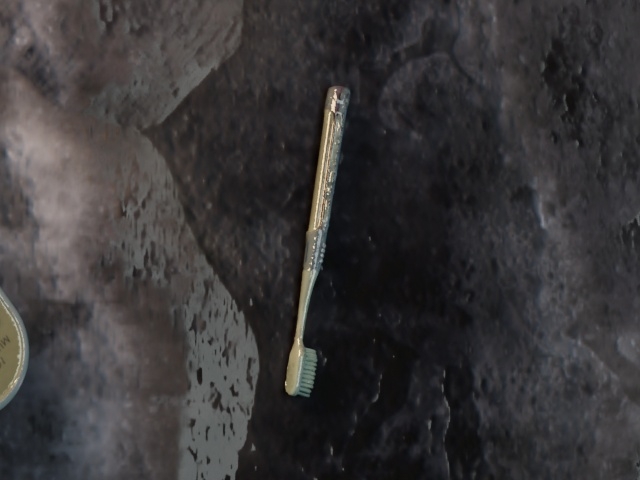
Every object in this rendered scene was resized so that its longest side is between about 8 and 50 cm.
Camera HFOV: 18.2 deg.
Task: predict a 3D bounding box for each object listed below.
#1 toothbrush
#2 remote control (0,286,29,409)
[{"bbox_3d":[0.000,0.000,1.375,0.019,0.016,0.219,15,77,-37],"label":"toothbrush"},{"bbox_3d":[-0.259,0.003,1.163,0.087,0.047,0.244,-45,111,-34],"label":"remote control"}]
